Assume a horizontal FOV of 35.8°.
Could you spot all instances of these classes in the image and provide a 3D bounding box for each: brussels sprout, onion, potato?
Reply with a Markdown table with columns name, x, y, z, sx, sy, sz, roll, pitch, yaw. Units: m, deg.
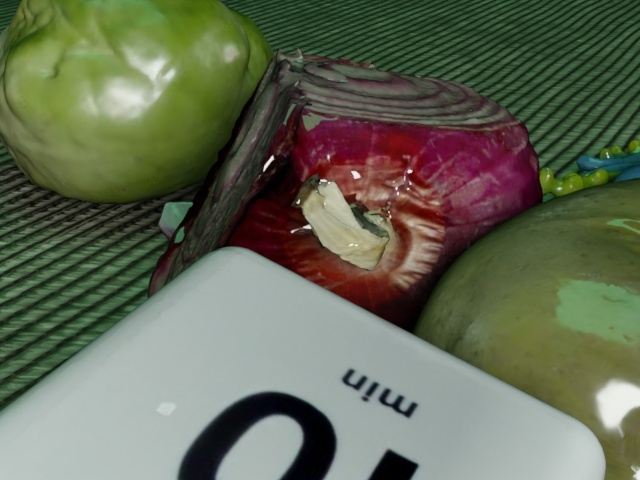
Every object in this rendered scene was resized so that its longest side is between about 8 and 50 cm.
| name | x | y | z | sx | sy | sz | roll | pitch | yaw |
| --- | --- | --- | --- | --- | --- | --- | --- | --- | --- |
| brussels sprout | -0.203 | -0.163 | 1.010 | 0.317 | 0.242 | 0.273 | -3 | 19 | -4 |
| onion | 0.026 | 0.000 | 0.691 | 0.231 | 0.256 | 0.272 | 24 | 38 | -21 |
| potato | 0.200 | 0.079 | 0.560 | 0.326 | 0.220 | 0.243 | -12 | 29 | -40 |

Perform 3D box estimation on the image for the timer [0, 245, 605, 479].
| name | x | y | z | sx | sy | sz | roll | pitch | yaw |
| --- | --- | --- | --- | --- | --- | --- | --- | --- | --- |
| timer | -0.027 | 0.148 | 0.381 | 0.192 | 0.194 | 0.195 | 27 | 30 | 13 |

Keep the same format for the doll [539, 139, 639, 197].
| name | x | y | z | sx | sy | sz | roll | pitch | yaw |
| --- | --- | --- | --- | --- | --- | --- | --- | --- | --- |
| doll | 0.423 | -0.046 | 0.995 | 0.341 | 0.098 | 0.346 | -15 | 33 | -30 |

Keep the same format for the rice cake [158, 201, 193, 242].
| name | x | y | z | sx | sy | sz | roll | pitch | yaw |
| --- | --- | --- | --- | --- | --- | --- | --- | --- | --- |
| rice cake | -0.002 | -0.001 | 0.922 | 0.290 | 0.051 | 0.081 | 4 | -8 | 1 |
